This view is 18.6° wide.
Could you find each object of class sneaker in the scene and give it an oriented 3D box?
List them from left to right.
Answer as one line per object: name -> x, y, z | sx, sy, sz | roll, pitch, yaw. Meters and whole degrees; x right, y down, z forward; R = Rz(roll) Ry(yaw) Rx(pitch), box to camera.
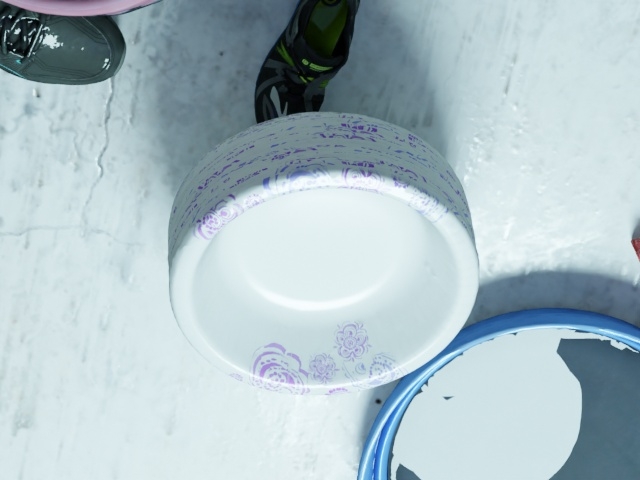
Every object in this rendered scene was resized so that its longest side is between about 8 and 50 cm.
sneaker -> -0.311, -0.199, 1.791 | 0.267, 0.106, 0.101 | 18, 109, -7
sneaker -> -0.014, -0.167, 1.809 | 0.067, 0.078, 0.188 | 21, 113, -8

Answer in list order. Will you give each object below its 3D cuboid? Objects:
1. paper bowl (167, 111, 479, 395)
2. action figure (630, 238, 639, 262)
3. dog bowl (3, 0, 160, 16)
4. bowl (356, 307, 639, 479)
paper bowl -> 0.000, 0.000, 1.813 | 0.284, 0.148, 0.284 | -3, 131, -3
action figure -> 0.444, -0.005, 1.837 | 0.280, 0.139, 0.091 | -25, 110, 8
dog bowl -> -0.207, -0.371, 1.641 | 0.408, 0.150, 0.408 | 8, 119, 15
bowl -> 0.232, 0.246, 1.968 | 0.391, 0.077, 0.391 | 1, 112, 1
